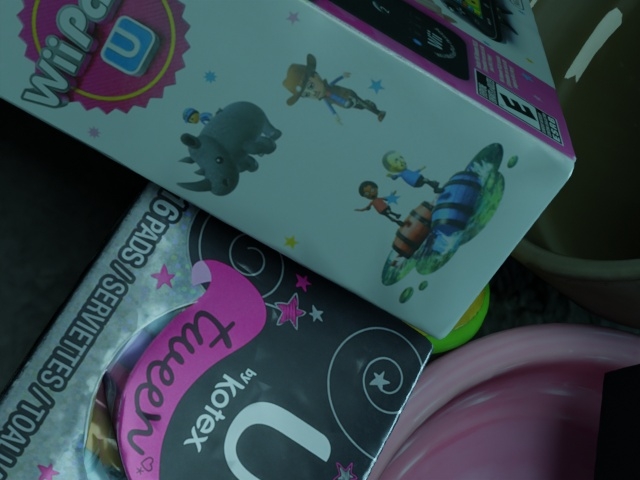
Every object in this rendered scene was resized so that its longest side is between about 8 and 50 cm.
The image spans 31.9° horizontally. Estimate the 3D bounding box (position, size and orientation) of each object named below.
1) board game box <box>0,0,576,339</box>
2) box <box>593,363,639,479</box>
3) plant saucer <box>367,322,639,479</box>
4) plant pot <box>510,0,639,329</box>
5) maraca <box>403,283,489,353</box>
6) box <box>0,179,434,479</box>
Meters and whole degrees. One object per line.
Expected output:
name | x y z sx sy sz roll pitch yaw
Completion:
board game box | -0.050 -0.116 0.487 0.303 0.097 0.224 28 26 -10
box | 0.263 0.176 0.542 0.261 0.103 0.184 19 66 -18
plant saucer | 0.127 0.212 0.578 0.332 0.084 0.332 6 72 -21
plant pot | 0.288 -0.045 0.622 0.280 0.323 0.323 38 63 -29
maraca | 0.000 0.000 0.575 0.186 0.099 0.127 22 35 0
box | -0.087 0.122 0.466 0.142 0.163 0.247 34 66 -10
